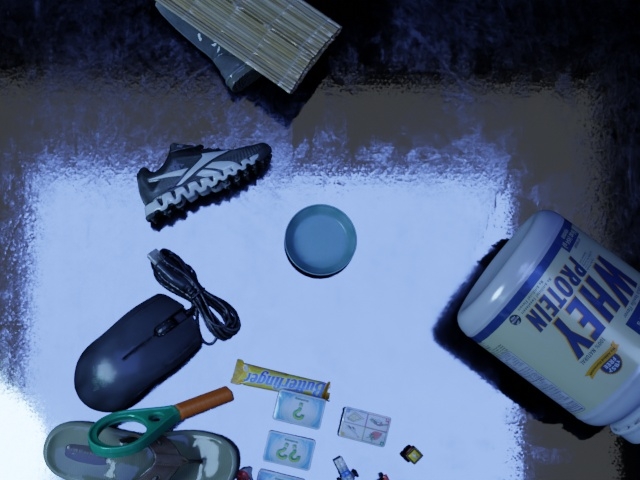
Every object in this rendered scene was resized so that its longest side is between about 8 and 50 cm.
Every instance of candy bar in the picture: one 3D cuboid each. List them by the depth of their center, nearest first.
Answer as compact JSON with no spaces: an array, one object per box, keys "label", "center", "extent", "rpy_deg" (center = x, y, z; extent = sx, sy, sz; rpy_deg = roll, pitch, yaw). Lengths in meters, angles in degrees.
[{"label":"candy bar","center":[-0.061,0.227,1.480],"extent":[0.162,0.018,0.040],"rpy_deg":[13,79,0]}]

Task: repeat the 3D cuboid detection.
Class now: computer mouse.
[{"label":"computer mouse","center":[-0.278,0.155,1.453],"extent":[0.188,0.072,0.272],"rpy_deg":[45,80,4]}]

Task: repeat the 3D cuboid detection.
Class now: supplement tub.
[{"label":"supplement tub","center":[0.401,0.132,1.413],"extent":[0.325,0.235,0.235],"rpy_deg":[37,80,4]}]

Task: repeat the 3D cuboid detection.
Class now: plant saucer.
[{"label":"plant saucer","center":[0.000,0.000,1.523],"extent":[0.119,0.021,0.119],"rpy_deg":[1,79,-4]}]

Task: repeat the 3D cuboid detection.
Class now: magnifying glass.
[{"label":"magnifying glass","center":[-0.242,0.272,1.413],"extent":[0.231,0.092,0.026],"rpy_deg":[-19,120,-28]}]

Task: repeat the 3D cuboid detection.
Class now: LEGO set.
[{"label":"LEGO set","center":[0.032,0.349,1.439],"extent":[0.244,0.060,0.182],"rpy_deg":[14,86,-1]}]

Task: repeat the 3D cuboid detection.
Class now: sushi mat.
[{"label":"sushi mat","center":[-0.132,-0.382,1.522],"extent":[0.317,0.019,0.151],"rpy_deg":[36,78,8]}]

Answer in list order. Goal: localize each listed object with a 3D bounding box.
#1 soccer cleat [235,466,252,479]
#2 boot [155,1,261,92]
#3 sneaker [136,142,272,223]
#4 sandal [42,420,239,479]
[{"label":"soccer cleat","center":[-0.116,0.394,1.441],"extent":[0.029,0.036,0.083],"rpy_deg":[2,100,24]},{"label":"boot","center":[-0.147,-0.377,1.568],"extent":[0.190,0.076,0.208],"rpy_deg":[-35,76,-11]},{"label":"sneaker","center":[-0.196,-0.123,1.507],"extent":[0.234,0.078,0.106],"rpy_deg":[-26,84,-6]},{"label":"sandal","center":[-0.277,0.342,1.410],"extent":[0.303,0.086,0.120],"rpy_deg":[6,78,-1]}]
